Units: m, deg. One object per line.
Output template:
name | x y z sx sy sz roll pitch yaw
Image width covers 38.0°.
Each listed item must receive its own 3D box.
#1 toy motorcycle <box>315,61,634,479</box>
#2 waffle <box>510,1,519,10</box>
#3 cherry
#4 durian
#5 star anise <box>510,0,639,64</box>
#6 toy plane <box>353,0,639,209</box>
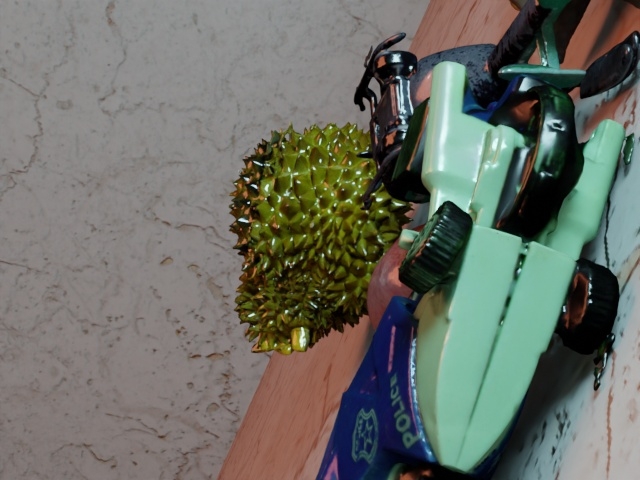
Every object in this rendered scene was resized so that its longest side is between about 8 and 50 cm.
toy motorcycle | 0.076 0.065 0.542 0.196 0.125 0.331 134 154 -77
waffle | 0.228 -0.391 0.868 0.308 0.091 0.213 97 -168 -63
cherry | 0.083 0.039 0.761 0.106 0.087 0.126 -60 10 30
durian | -0.001 -0.004 1.140 0.258 0.258 0.293 -89 12 -79
star anise | 0.160 -0.286 0.678 0.108 0.315 0.315 -17 -27 -31
toy plane | 0.121 -0.109 0.689 0.382 0.155 0.106 116 152 -68
